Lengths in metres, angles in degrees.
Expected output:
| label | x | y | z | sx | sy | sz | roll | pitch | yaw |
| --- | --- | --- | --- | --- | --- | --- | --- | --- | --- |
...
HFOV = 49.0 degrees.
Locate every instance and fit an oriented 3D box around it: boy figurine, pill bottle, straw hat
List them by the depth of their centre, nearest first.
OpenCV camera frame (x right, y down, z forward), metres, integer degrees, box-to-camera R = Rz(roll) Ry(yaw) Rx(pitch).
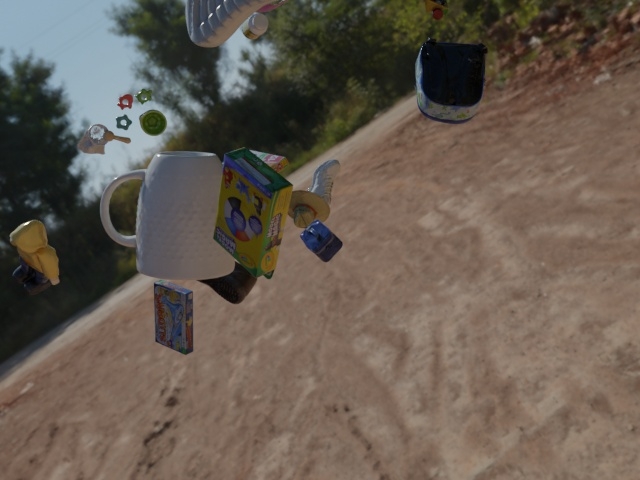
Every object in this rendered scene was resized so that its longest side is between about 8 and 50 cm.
| label | x | y | z | sx | sy | sz | roll | pitch | yaw |
| --- | --- | --- | --- | --- | --- | --- | --- | --- | --- |
| boy figurine | -0.752 | 0.044 | 1.844 | 0.092 | 0.177 | 0.285 | -42 | -6 | -31 |
| straw hat | -0.045 | -0.066 | 1.912 | 0.145 | 0.144 | 0.061 | -27 | 35 | 43 |
| pill bottle | -0.202 | -0.673 | 2.199 | 0.065 | 0.065 | 0.116 | -38 | 15 | -15 |

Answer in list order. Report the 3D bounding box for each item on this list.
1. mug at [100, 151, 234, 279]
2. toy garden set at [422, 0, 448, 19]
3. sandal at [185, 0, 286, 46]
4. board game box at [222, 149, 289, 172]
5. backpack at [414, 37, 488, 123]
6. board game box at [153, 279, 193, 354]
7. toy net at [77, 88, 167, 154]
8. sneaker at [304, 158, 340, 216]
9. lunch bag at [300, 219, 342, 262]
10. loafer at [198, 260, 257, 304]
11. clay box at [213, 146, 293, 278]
| label | x | y | z | sx | sy | sz | roll | pitch | yaw |
| --- | --- | --- | --- | --- | --- | --- | --- | --- | --- |
| mug | -0.424 | -0.081 | 1.963 | 0.375 | 0.327 | 0.276 | 2 | 11 | -5 |
| toy garden set | 0.235 | -0.667 | 1.820 | 0.049 | 0.244 | 0.203 | -56 | 12 | 32 |
| sandal | -0.086 | -0.454 | 1.173 | 0.102 | 0.169 | 0.416 | -4 | -7 | -44 |
| board game box | -0.215 | -0.220 | 2.099 | 0.124 | 0.039 | 0.259 | -38 | 30 | -24 |
| backpack | 0.192 | -0.230 | 1.049 | 0.084 | 0.105 | 0.114 | 98 | 177 | -65 |
| board game box | -0.445 | 0.232 | 2.126 | 0.136 | 0.201 | 0.035 | 15 | 22 | 33 |
| toy net | -0.518 | -0.295 | 1.802 | 0.232 | 0.122 | 0.045 | -27 | 30 | -12 |
| sneaker | 0.013 | -0.173 | 2.468 | 0.115 | 0.090 | 0.232 | 47 | 113 | 42 |
| lunch bag | 0.000 | 0.000 | 1.631 | 0.067 | 0.065 | 0.098 | -48 | 35 | 0 |
| loafer | -0.356 | 0.083 | 2.388 | 0.130 | 0.366 | 0.133 | -30 | -33 | -39 |
| clay box | -0.124 | -0.035 | 1.227 | 0.053 | 0.127 | 0.222 | -25 | -37 | -39 |
